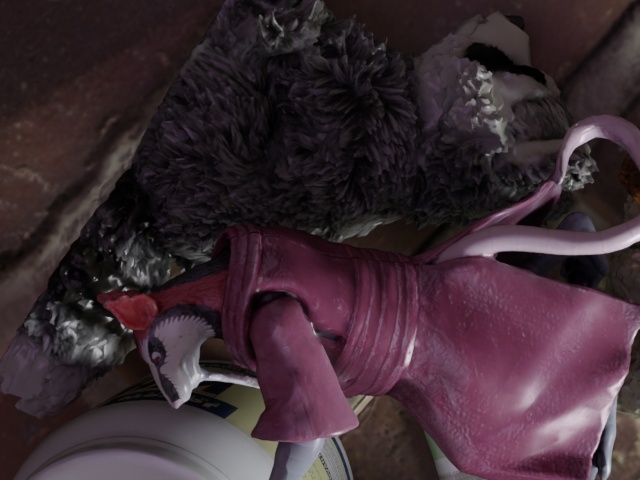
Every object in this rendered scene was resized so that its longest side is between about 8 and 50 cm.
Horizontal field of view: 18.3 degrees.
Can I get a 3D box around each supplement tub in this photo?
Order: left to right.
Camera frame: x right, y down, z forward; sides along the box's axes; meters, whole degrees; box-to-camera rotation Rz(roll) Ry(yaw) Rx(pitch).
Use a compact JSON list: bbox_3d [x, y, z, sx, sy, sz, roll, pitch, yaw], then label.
[{"bbox_3d":[-0.107,0.223,1.481,0.235,0.325,0.235,1,94,9],"label":"supplement tub"}]

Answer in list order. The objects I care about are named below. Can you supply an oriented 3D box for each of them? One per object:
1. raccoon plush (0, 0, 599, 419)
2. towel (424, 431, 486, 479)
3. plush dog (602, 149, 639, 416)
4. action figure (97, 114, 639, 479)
[{"bbox_3d":[0.000,0.000,1.510,0.299,0.216,0.446,33,99,1],"label":"raccoon plush"},{"bbox_3d":[0.156,0.202,1.589,0.113,0.023,0.152,-20,91,9],"label":"towel"},{"bbox_3d":[0.282,0.027,1.479,0.210,0.262,0.225,10,86,44],"label":"plush dog"},{"bbox_3d":[0.039,0.056,1.301,0.370,0.248,0.275,10,122,-23],"label":"action figure"}]
